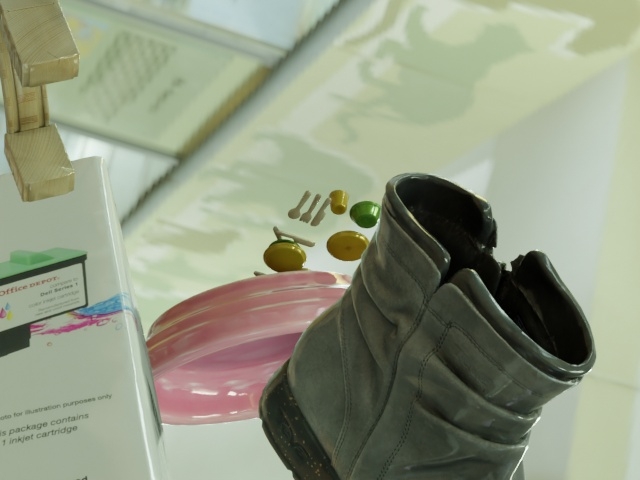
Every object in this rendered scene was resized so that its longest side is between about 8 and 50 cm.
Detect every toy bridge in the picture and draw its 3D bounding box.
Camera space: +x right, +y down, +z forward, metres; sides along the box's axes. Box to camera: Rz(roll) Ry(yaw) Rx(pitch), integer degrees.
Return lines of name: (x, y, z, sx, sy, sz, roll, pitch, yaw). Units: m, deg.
toy bridge: (-0.117, -0.091, 0.618, 0.188, 0.026, 0.063, 108, -38, -55)

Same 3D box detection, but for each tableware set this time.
tableware set: (0.000, 0.000, 1.662, 0.024, 0.104, 0.154, -88, -158, -44)

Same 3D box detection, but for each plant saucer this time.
plant saucer: (-0.063, 0.118, 1.726, 0.332, 0.332, 0.084, 132, -51, -57)

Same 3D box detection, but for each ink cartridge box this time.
ink cartridge box: (-0.156, 0.116, 0.934, 0.201, 0.117, 0.278, 85, -9, -45)

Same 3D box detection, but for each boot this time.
boot: (0.101, 0.138, 0.924, 0.338, 0.118, 0.223, 49, -49, 21)
